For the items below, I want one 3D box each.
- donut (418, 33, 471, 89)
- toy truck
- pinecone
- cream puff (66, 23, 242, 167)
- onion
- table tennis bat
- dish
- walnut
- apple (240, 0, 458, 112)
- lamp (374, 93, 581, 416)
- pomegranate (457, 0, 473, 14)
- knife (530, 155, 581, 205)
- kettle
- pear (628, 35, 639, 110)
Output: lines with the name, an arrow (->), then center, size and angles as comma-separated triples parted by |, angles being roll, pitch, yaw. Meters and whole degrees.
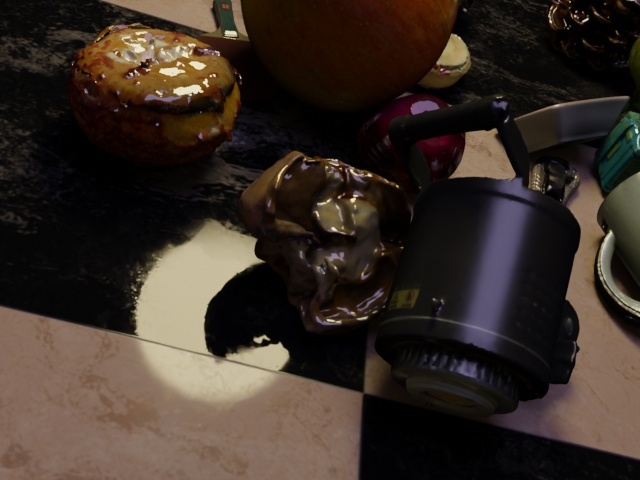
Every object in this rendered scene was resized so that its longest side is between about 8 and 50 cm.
donut -> 0.194, -0.342, 1.519 | 0.175, 0.068, 0.174 | 10, 43, -10
toy truck -> 0.628, -0.129, 1.431 | 0.279, 0.155, 0.156 | 15, 53, -9
pinecone -> 0.593, -0.485, 1.691 | 0.244, 0.257, 0.243 | 0, 49, 0
cream puff -> -0.226, -0.193, 1.140 | 0.240, 0.163, 0.240 | 8, 32, -5
onion -> 0.157, -0.138, 1.256 | 0.173, 0.135, 0.198 | -13, 56, -28
table tennis bat -> -0.151, -0.327, 1.399 | 0.154, 0.021, 0.274 | 2, 49, -20
dish -> 0.443, -0.201, 1.449 | 0.234, 0.154, 0.064 | -13, 89, -30
walnut -> 0.006, -0.010, 1.056 | 0.204, 0.141, 0.238 | -37, 111, -23
apple -> 0.039, -0.376, 1.285 | 0.340, 0.339, 0.339 | 11, 45, -12
lamp -> 0.179, 0.062, 0.970 | 0.374, 0.205, 0.272 | 55, 52, -26
pomegranate -> 0.237, -0.525, 1.644 | 0.169, 0.148, 0.148 | 53, 42, -15
knife -> 0.365, -0.031, 1.303 | 0.089, 0.043, 0.365 | 23, 44, 2
kettle -> 0.520, 0.030, 1.242 | 0.221, 0.161, 0.236 | -19, 55, -1
pear -> 0.731, -0.326, 1.532 | 0.318, 0.238, 0.342 | 8, 7, -3
